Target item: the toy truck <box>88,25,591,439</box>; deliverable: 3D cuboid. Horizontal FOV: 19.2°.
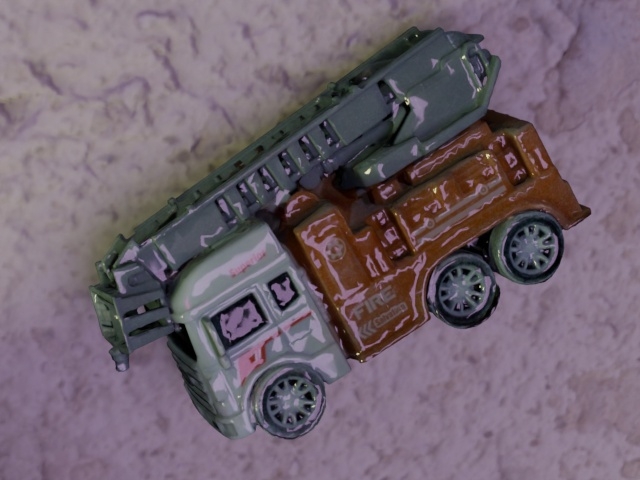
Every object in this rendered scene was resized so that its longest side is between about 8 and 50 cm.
[{"bbox_3d":[0.000,0.000,1.318,0.338,0.133,0.184,-32,110,-11],"label":"toy truck"}]
